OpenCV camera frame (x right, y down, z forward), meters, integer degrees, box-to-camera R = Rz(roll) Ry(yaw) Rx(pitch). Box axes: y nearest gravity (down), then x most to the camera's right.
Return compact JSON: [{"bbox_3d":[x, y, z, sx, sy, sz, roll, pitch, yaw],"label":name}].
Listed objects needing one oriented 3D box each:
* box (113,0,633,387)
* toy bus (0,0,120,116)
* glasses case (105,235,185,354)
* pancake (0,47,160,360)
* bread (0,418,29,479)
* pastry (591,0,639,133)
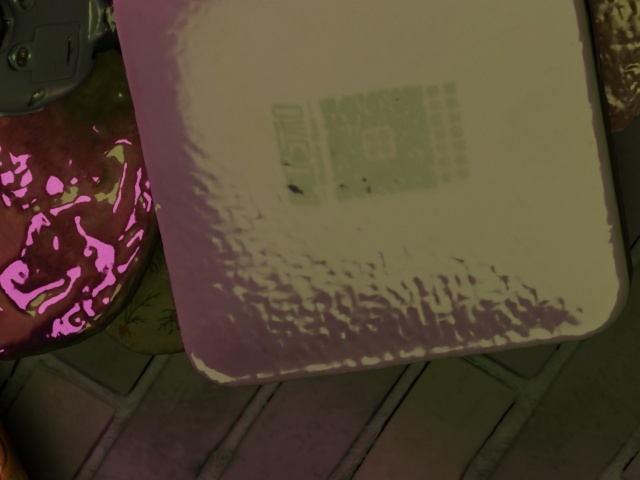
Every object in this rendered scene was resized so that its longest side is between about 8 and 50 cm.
[{"bbox_3d":[0.041,-0.082,1.555,0.373,0.090,0.367,-8,100,12],"label":"box"},{"bbox_3d":[-0.293,-0.249,1.580,0.232,0.194,0.288,11,105,27],"label":"toy bus"},{"bbox_3d":[0.000,0.000,1.678,0.425,0.098,0.157,-9,100,13],"label":"glasses case"},{"bbox_3d":[-0.249,-0.041,1.671,0.294,0.049,0.294,-3,79,18],"label":"pancake"},{"bbox_3d":[-0.379,0.170,1.767,0.195,0.149,0.344,-16,106,36],"label":"bread"},{"bbox_3d":[0.254,-0.214,1.561,0.102,0.112,0.265,22,124,-9],"label":"pastry"}]
